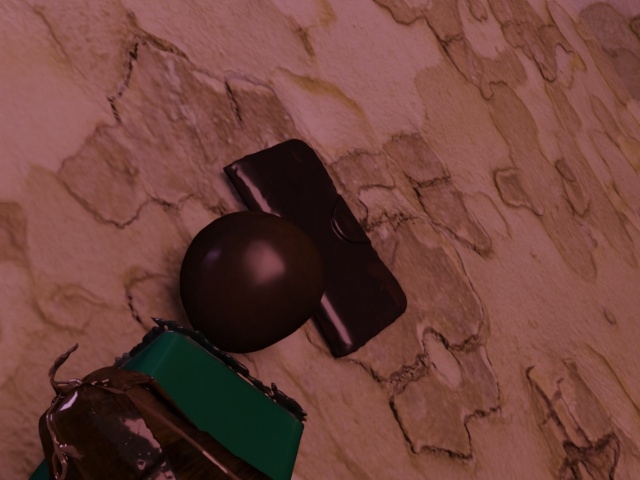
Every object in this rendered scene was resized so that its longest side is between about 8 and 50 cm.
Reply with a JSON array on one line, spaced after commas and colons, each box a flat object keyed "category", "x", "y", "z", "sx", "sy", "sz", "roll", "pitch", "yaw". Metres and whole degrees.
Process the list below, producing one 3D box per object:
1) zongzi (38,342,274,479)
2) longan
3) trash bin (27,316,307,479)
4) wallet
[{"category": "zongzi", "x": -0.085, "y": 0.186, "z": 0.629, "sx": 0.248, "sy": 0.111, "sz": 0.241, "roll": 52, "pitch": 18, "yaw": 13}, {"category": "longan", "x": -0.081, "y": 0.046, "z": 0.978, "sx": 0.189, "sy": 0.189, "sz": 0.189, "roll": 18, "pitch": 56, "yaw": -30}, {"category": "trash bin", "x": -0.194, "y": 0.278, "z": 0.709, "sx": 0.295, "sy": 0.259, "sz": 0.381, "roll": 39, "pitch": 42, "yaw": -15}, {"category": "wallet", "x": 0.000, "y": 0.000, "z": 1.144, "sx": 0.165, "sy": 0.042, "sz": 0.310, "roll": -29, "pitch": 86, "yaw": -42}]
